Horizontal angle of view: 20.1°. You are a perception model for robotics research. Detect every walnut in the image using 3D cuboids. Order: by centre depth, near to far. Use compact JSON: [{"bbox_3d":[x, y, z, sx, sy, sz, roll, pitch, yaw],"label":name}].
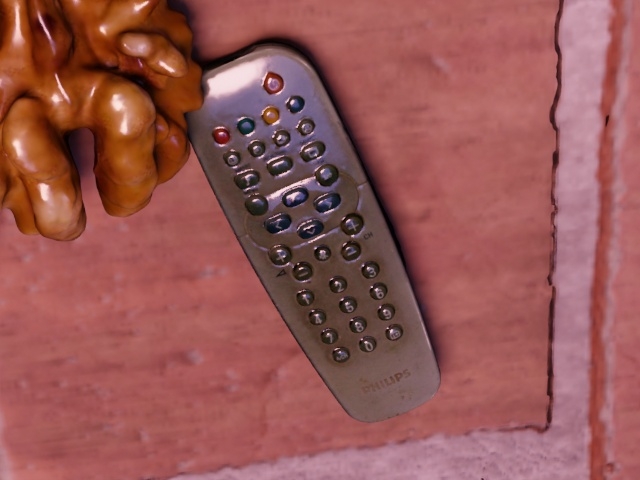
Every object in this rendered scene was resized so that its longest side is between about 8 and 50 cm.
[{"bbox_3d":[-0.124,-0.081,0.801,0.143,0.069,0.170,-20,106,-13],"label":"walnut"}]

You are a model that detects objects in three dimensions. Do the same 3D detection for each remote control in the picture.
[{"bbox_3d":[0.000,0.000,0.904,0.072,0.042,0.222,-23,120,5],"label":"remote control"}]
